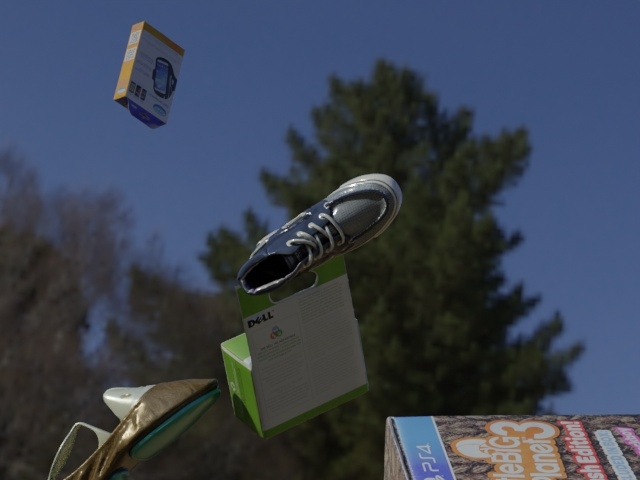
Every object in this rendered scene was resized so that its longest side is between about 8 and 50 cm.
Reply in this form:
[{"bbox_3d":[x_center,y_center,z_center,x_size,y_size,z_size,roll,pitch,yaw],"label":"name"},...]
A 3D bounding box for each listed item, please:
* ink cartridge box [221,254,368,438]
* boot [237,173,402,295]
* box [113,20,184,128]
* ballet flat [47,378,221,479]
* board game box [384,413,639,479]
[{"bbox_3d":[-0.046,0.132,2.516,0.097,0.188,0.255,29,-44,53],"label":"ink cartridge box"},{"bbox_3d":[0.000,0.000,1.821,0.190,0.086,0.069,-33,-81,26],"label":"boot"},{"bbox_3d":[-0.232,-0.217,2.326,0.028,0.136,0.081,-10,-32,41],"label":"box"},{"bbox_3d":[-0.301,0.296,2.521,0.124,0.342,0.116,44,3,17],"label":"ballet flat"},{"bbox_3d":[0.186,0.235,1.026,0.291,0.232,0.141,0,17,-5],"label":"board game box"}]
